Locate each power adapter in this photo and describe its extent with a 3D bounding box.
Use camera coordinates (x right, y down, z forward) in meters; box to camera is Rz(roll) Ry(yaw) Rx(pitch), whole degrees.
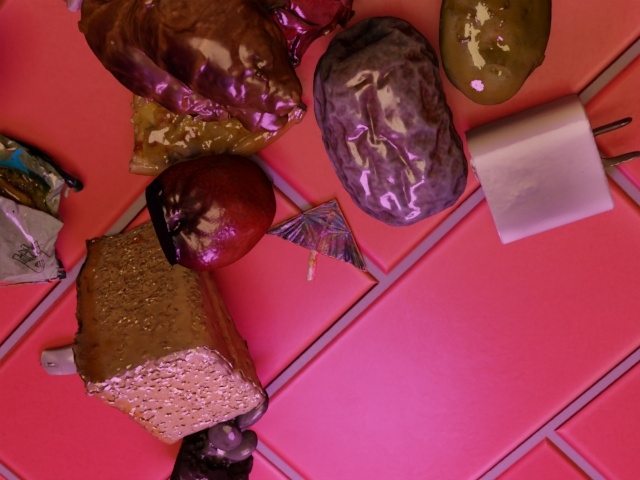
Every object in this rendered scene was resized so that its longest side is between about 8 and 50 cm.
[{"bbox_3d":[0.374,-0.123,1.647,0.255,0.124,0.187,-19,108,11],"label":"power adapter"}]

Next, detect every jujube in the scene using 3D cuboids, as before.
[{"bbox_3d":[0.107,-0.177,1.605,0.226,0.226,0.317,-18,113,11],"label":"jujube"}]

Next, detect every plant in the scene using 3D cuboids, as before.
[{"bbox_3d":[-0.178,0.361,1.861,0.146,0.149,0.274,10,113,-17],"label":"plant"}]

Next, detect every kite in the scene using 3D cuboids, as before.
[{"bbox_3d":[0.000,0.000,1.785,0.190,0.010,0.159,22,111,0],"label":"kite"}]

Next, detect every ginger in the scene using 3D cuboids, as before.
[{"bbox_3d":[-0.173,-0.255,1.482,0.357,0.152,0.274,10,141,40],"label":"ginger"}]

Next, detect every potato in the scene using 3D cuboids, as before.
[{"bbox_3d":[0.257,-0.330,1.560,0.186,0.148,0.253,14,90,-33],"label":"potato"}]

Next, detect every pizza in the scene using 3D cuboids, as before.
[{"bbox_3d":[-0.194,-0.219,1.691,0.323,0.089,0.223,-18,110,11],"label":"pizza"}]

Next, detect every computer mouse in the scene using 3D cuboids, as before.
[{"bbox_3d":[-0.462,0.218,1.895,0.110,0.032,0.056,-12,107,10],"label":"computer mouse"}]

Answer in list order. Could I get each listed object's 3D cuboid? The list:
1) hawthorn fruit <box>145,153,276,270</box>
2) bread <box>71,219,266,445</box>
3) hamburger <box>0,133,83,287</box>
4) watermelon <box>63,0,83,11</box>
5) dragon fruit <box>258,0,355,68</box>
[{"bbox_3d":[-0.159,-0.049,1.676,0.189,0.251,0.189,13,111,40],"label":"hawthorn fruit"},{"bbox_3d":[-0.257,0.155,1.774,0.248,0.315,0.279,-23,130,15],"label":"bread"},{"bbox_3d":[-0.552,-0.036,1.755,0.260,0.150,0.276,15,109,-1],"label":"hamburger"},{"bbox_3d":[-0.312,-0.470,1.553,0.310,0.232,0.193,15,144,-15],"label":"watermelon"},{"bbox_3d":[-0.048,-0.401,1.527,0.244,0.244,0.299,4,99,4],"label":"dragon fruit"}]
